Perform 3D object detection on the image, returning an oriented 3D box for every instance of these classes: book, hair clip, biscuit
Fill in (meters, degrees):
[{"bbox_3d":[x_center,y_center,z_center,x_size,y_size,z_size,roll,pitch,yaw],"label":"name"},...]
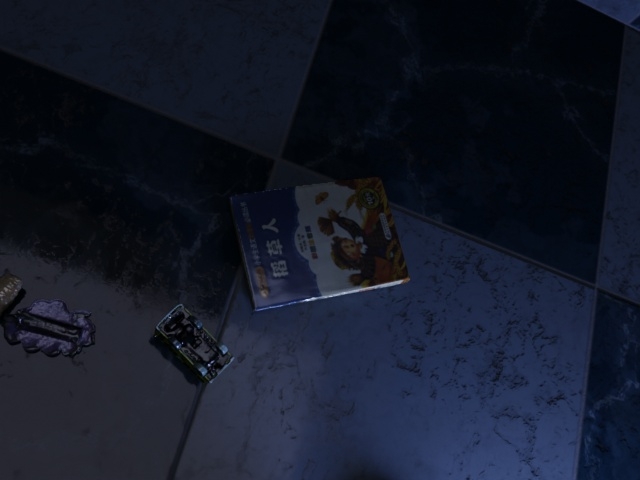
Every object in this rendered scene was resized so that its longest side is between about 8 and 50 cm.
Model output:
[{"bbox_3d":[0.000,0.000,1.731,0.428,0.039,0.299,-10,76,-21],"label":"book"},{"bbox_3d":[-0.583,0.184,1.469,0.196,0.052,0.124,15,74,-19],"label":"hair clip"},{"bbox_3d":[-0.711,0.165,1.425,0.061,0.055,0.219,14,60,32],"label":"biscuit"}]

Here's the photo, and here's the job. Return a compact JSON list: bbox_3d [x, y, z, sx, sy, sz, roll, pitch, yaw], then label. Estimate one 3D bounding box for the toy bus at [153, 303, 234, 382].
[{"bbox_3d":[-0.289,0.234,1.522,0.175,0.101,0.088,47,64,-5],"label":"toy bus"}]
